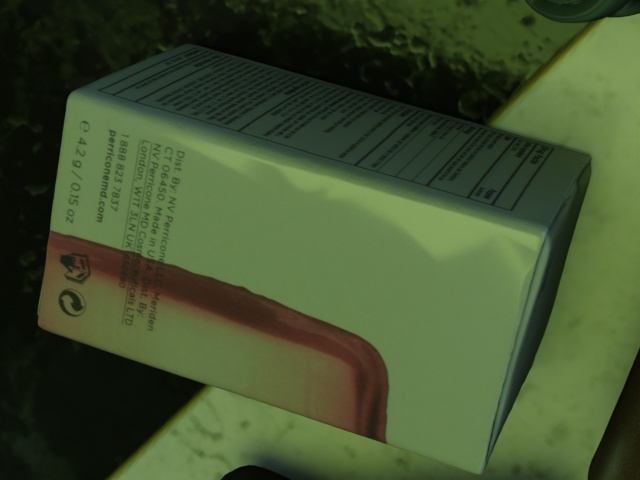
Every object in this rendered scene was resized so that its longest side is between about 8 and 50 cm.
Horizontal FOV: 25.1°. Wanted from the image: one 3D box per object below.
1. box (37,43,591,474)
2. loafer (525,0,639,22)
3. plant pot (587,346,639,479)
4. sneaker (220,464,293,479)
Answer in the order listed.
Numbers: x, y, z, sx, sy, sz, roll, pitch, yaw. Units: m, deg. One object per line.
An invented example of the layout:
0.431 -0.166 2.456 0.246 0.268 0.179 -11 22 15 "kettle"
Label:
0.000 0.000 0.713 0.232 0.148 0.127 18 111 13 "box"
0.137 -0.234 0.647 0.096 0.084 0.267 18 111 46 "loafer"
0.213 0.074 0.668 0.167 0.167 0.165 26 121 9 "plant pot"
0.069 0.181 0.760 0.286 0.109 0.130 26 106 24 "sneaker"
